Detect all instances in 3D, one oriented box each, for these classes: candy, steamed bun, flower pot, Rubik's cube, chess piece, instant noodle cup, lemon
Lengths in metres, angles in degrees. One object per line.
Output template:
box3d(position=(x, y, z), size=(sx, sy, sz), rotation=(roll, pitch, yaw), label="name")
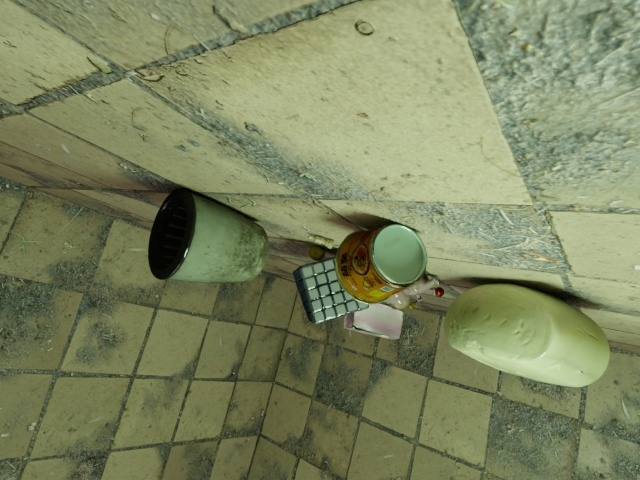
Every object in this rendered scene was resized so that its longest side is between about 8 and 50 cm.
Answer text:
box3d(position=(0.256, 0.372, 1.906), size=(0.265, 0.155, 0.116), rotation=(16, 162, -16), label="candy")
box3d(position=(0.684, 0.301, 1.386), size=(0.372, 0.289, 0.456), rotation=(25, 164, -22), label="steamed bun")
box3d(position=(-0.364, 0.006, 1.358), size=(0.294, 0.293, 0.330), rotation=(4, 172, 45), label="flower pot")
box3d(position=(0.036, 0.192, 1.639), size=(0.239, 0.236, 0.237), rotation=(-17, 176, -12), label="Rubik's cube")
box3d(position=(0.000, 0.000, 1.441), size=(0.092, 0.035, 0.035), rotation=(20, 169, -5), label="chess piece")
box3d(position=(0.168, 0.056, 1.069), size=(0.216, 0.215, 0.172), rotation=(18, 160, -17), label="instant noodle cup")
box3d(position=(-0.015, 0.053, 1.655), size=(0.062, 0.062, 0.083), rotation=(22, -179, -32), label="lemon")

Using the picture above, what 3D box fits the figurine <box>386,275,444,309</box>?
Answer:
box3d(position=(0.368, 0.214, 1.693), size=(0.288, 0.186, 0.176), rotation=(-7, -169, 20), label="figurine")

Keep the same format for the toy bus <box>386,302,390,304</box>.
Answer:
box3d(position=(0.202, 0.202, 1.910), size=(0.306, 0.143, 0.179), rotation=(13, 168, 14), label="toy bus")
